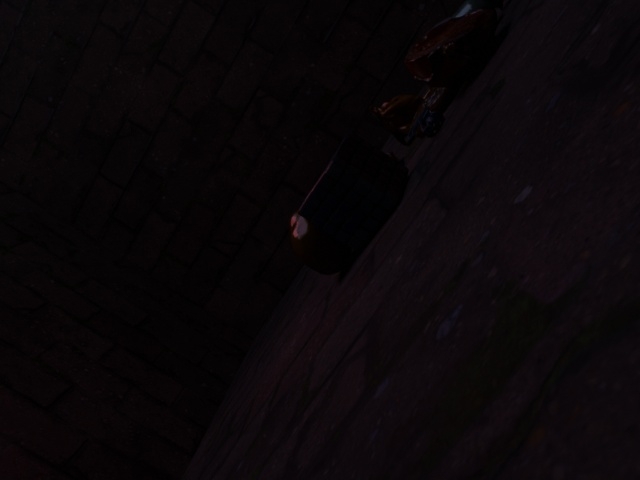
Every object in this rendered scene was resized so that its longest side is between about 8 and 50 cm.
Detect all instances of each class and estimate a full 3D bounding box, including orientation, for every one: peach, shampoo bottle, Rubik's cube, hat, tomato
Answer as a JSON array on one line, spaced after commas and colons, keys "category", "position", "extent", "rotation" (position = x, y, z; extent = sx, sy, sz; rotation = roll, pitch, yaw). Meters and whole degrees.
[{"category": "peach", "position": [0.000, 0.000, 1.722], "extent": [0.153, 0.251, 0.251], "rotation": [-31, 10, 14]}, {"category": "shampoo bottle", "position": [0.499, -0.743, 1.955], "extent": [0.349, 0.222, 0.151], "rotation": [-44, 43, 30]}, {"category": "Rubik's cube", "position": [0.106, -0.150, 1.620], "extent": [0.237, 0.237, 0.238], "rotation": [-57, 2, 37]}, {"category": "hat", "position": [0.367, -0.555, 2.189], "extent": [0.233, 0.244, 0.233], "rotation": [-41, 16, 20]}, {"category": "tomato", "position": [0.433, -0.591, 1.671], "extent": [0.309, 0.170, 0.309], "rotation": [-22, 28, 12]}]

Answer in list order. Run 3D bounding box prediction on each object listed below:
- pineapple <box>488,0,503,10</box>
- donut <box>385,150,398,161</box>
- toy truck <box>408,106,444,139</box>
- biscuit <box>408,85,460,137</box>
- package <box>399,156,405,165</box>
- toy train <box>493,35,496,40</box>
[{"category": "pineapple", "position": [0.661, -0.955, 1.868], "extent": [0.165, 0.165, 0.364], "rotation": [-58, 1, -12]}, {"category": "donut", "position": [0.280, -0.317, 2.181], "extent": [0.117, 0.065, 0.166], "rotation": [-57, 4, 21]}, {"category": "toy truck", "position": [0.333, -0.356, 1.650], "extent": [0.136, 0.074, 0.063], "rotation": [-60, 4, -31]}, {"category": "biscuit", "position": [0.413, -0.503, 1.902], "extent": [0.296, 0.075, 0.296], "rotation": [-57, 3, 5]}, {"category": "package", "position": [0.274, -0.243, 1.903], "extent": [0.083, 0.022, 0.200], "rotation": [-55, 3, 29]}, {"category": "toy train", "position": [0.557, -0.657, 1.733], "extent": [0.017, 0.017, 0.083], "rotation": [-56, 2, -1]}]
